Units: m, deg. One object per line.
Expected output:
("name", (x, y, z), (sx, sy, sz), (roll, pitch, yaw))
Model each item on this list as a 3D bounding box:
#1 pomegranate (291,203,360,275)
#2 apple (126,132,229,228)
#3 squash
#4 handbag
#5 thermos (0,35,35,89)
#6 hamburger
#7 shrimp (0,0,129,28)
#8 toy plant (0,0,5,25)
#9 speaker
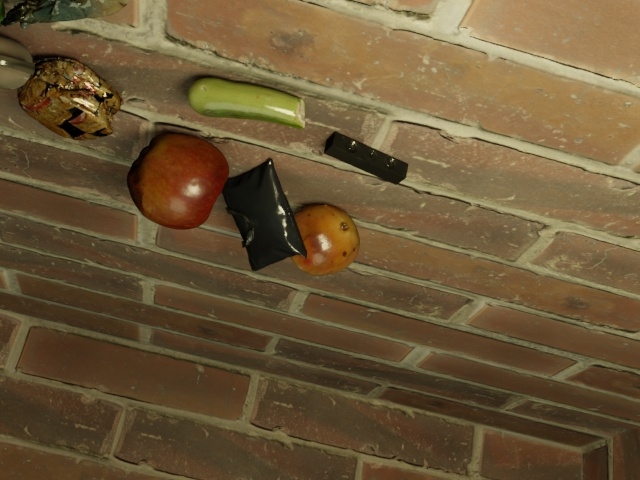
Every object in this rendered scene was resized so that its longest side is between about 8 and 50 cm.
("pomegranate", (0.003, -0.002, 2.010), (0.191, 0.191, 0.191), (9, 153, 5))
("apple", (-0.332, -0.139, 1.827), (0.230, 0.230, 0.230), (9, 153, 5))
("squash", (-0.151, -0.284, 1.636), (0.250, 0.083, 0.083), (9, 153, -2))
("handbag", (-0.147, -0.056, 1.949), (0.211, 0.254, 0.088), (-14, -172, 45))
("thermos", (-0.640, -0.356, 1.556), (0.137, 0.105, 0.193), (15, -175, 2))
("hamburger", (-0.550, -0.302, 1.727), (0.231, 0.107, 0.231), (11, 161, 4))
("shrimp", (-0.483, -0.465, 1.423), (0.289, 0.075, 0.178), (0, 143, 23))
("toy plant", (-0.696, -0.446, 1.513), (0.162, 0.093, 0.093), (7, 153, 9))
("speaker", (0.103, -0.182, 1.769), (0.191, 0.040, 0.046), (21, 152, -19))
